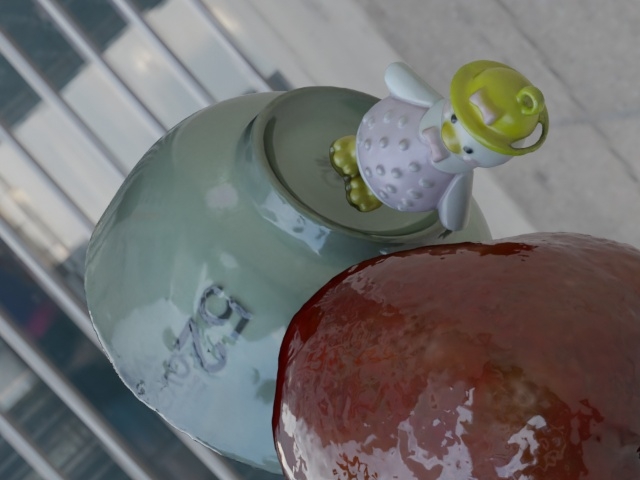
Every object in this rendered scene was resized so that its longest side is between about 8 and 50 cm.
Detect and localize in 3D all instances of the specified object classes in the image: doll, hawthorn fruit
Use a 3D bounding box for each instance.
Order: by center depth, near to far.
[{"bbox_3d":[0.117,0.122,1.071,0.311,0.295,0.295,17,158,6],"label":"hawthorn fruit"},{"bbox_3d":[0.086,-0.071,1.158,0.207,0.081,0.129,-22,91,52],"label":"doll"}]

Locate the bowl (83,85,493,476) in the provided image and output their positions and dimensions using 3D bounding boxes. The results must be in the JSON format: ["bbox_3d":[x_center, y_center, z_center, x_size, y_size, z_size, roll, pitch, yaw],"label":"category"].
[{"bbox_3d":[0.000,0.000,1.328,0.354,0.354,0.185,41,134,16],"label":"bowl"}]
